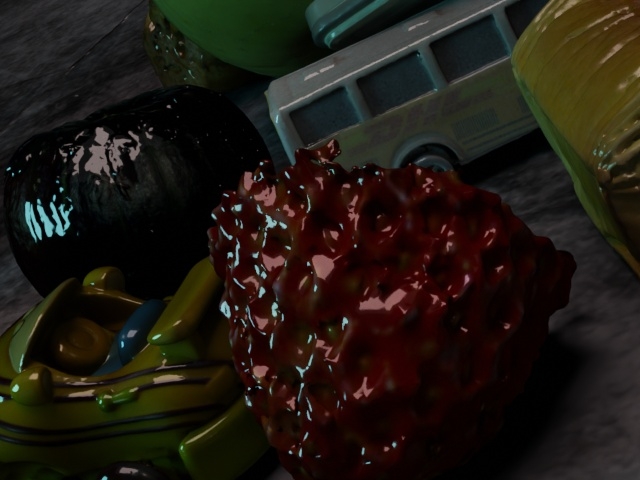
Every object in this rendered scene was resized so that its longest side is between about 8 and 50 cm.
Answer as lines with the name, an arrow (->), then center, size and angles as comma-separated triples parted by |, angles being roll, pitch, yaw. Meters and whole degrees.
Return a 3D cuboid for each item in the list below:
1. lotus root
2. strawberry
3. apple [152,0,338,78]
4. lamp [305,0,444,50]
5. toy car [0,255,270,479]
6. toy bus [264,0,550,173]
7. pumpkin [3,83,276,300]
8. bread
lotus root -> -0.082, -0.290, 1.751 | 0.193, 0.193, 0.291 | -1, 35, 47
strawberry -> 0.037, 0.068, 0.922 | 0.234, 0.234, 0.178 | -10, 60, 36
apple -> 0.004, -0.381, 1.466 | 0.474, 0.473, 0.473 | -23, 23, 10
lamp -> 0.152, -0.232, 1.309 | 0.266, 0.047, 0.269 | -31, -16, 30
toy car -> -0.142, 0.093, 1.044 | 0.248, 0.142, 0.200 | -15, 25, 24
toy bus -> 0.130, -0.135, 1.237 | 0.343, 0.138, 0.097 | -26, 22, 5
pumpkin -> -0.150, -0.035, 1.299 | 0.233, 0.163, 0.233 | -18, 14, 5
bread -> 0.211, -0.073, 1.003 | 0.119, 0.152, 0.288 | -31, 22, 7
